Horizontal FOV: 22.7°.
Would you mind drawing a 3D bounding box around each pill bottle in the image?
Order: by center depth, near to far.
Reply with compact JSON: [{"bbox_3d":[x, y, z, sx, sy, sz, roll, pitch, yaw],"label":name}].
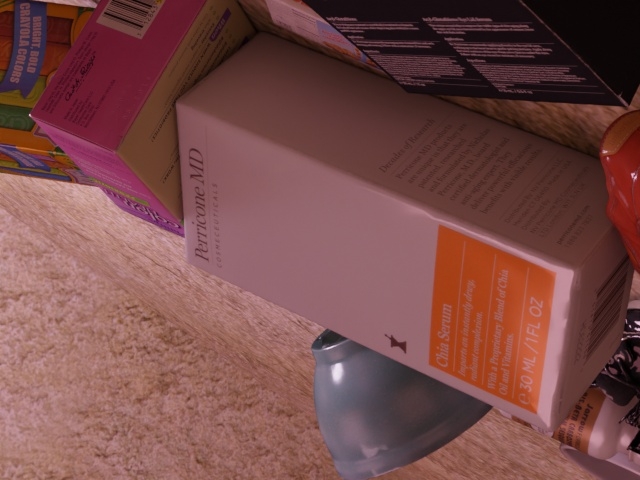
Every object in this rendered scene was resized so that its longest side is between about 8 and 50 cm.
[{"bbox_3d":[0.369,0.221,2.152,0.229,0.131,0.131,23,166,21],"label":"pill bottle"}]

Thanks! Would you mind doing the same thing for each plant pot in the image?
[{"bbox_3d":[0.106,0.199,2.403,0.196,0.293,0.293,60,160,-9],"label":"plant pot"}]

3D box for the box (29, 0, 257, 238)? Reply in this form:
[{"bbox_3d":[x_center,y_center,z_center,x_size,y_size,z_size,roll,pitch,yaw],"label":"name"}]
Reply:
[{"bbox_3d":[-0.162,-0.149,1.698,0.117,0.213,0.243,23,166,26],"label":"box"}]

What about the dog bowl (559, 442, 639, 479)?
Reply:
[{"bbox_3d":[0.485,0.315,2.297,0.265,0.104,0.265,28,170,5],"label":"dog bowl"}]

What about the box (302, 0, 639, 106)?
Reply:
[{"bbox_3d":[0.107,-0.194,1.193,0.184,0.103,0.261,34,167,-33],"label":"box"}]

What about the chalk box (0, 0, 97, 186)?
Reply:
[{"bbox_3d":[-0.294,-0.169,1.870,0.289,0.180,0.179,7,170,12],"label":"chalk box"}]

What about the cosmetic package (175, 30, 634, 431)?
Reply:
[{"bbox_3d":[0.082,-0.017,1.615,0.453,0.161,0.230,24,137,25],"label":"cosmetic package"}]

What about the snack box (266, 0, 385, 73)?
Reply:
[{"bbox_3d":[0.030,-0.196,1.532,0.178,0.022,0.064,26,166,15],"label":"snack box"}]

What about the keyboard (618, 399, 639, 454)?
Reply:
[{"bbox_3d":[0.448,0.207,2.010,0.100,0.038,0.192,25,133,2],"label":"keyboard"}]

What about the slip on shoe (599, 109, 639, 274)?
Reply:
[{"bbox_3d":[0.318,-0.015,1.429,0.101,0.123,0.331,44,175,32],"label":"slip on shoe"}]

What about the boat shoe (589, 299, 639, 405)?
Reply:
[{"bbox_3d":[0.363,0.142,1.902,0.127,0.113,0.340,36,166,-23],"label":"boat shoe"}]
